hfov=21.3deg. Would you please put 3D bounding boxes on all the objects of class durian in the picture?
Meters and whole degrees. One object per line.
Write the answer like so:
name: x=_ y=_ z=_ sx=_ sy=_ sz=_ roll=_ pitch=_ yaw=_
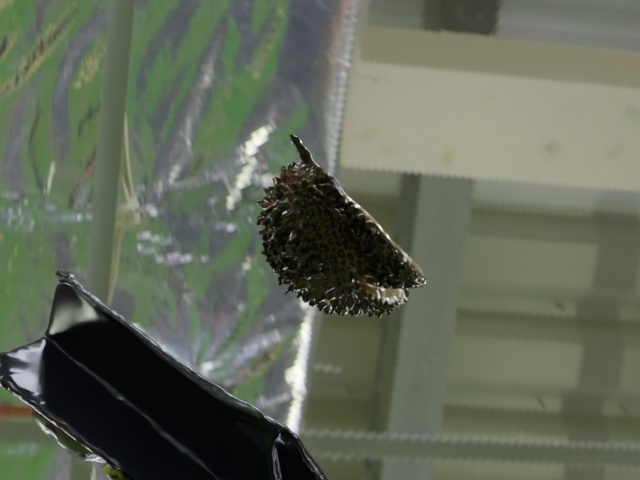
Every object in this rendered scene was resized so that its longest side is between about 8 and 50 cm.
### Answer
durian: x=0.000 y=0.001 z=1.092 sx=0.071 sy=0.110 sz=0.140 roll=-43 pitch=-66 yaw=-24

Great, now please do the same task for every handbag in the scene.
handbag: x=-0.101 y=0.201 z=1.440 sx=0.122 sy=0.303 sz=0.329 roll=-50 pitch=-39 yaw=-12
